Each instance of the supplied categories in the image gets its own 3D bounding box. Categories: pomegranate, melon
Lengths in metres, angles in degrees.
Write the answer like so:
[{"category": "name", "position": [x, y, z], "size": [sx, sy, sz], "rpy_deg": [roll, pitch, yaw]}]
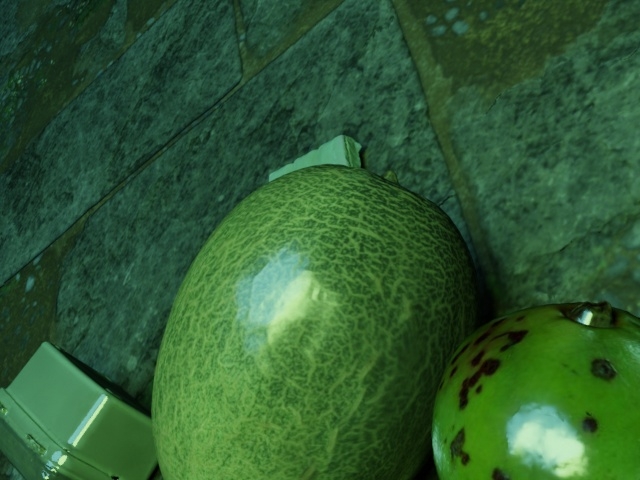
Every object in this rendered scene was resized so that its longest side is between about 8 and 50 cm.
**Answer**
[{"category": "pomegranate", "position": [0.162, 0.158, 0.594], "size": [0.202, 0.202, 0.247], "rpy_deg": [20, 108, 51]}, {"category": "melon", "position": [-0.007, 0.095, 0.749], "size": [0.248, 0.249, 0.329], "rpy_deg": [33, 99, 52]}]

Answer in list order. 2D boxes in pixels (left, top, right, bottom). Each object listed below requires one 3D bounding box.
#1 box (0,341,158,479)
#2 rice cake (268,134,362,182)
[{"category": "box", "position": [-0.277, 0.215, 1.043], "size": [0.210, 0.148, 0.129], "rpy_deg": [22, 74, 49]}, {"category": "rice cake", "position": [0.000, 0.000, 0.969], "size": [0.127, 0.043, 0.237], "rpy_deg": [-29, 47, 30]}]
